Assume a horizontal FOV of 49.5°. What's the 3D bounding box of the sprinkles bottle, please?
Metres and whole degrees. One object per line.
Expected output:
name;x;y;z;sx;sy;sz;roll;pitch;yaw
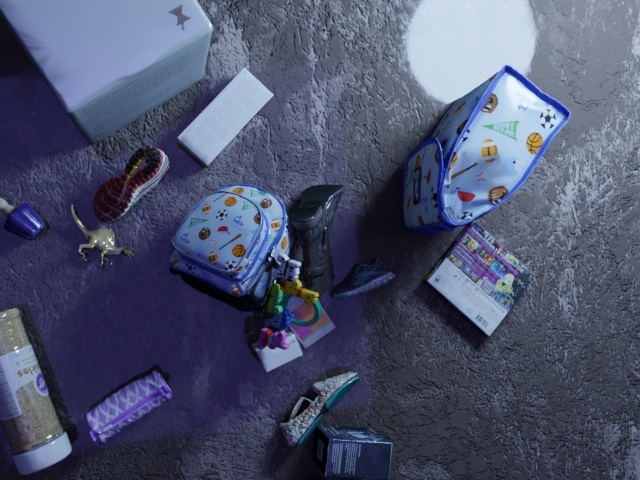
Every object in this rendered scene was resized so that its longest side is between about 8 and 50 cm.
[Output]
sprinkles bottle;-0.674;0.333;1.547;0.121;0.121;0.356;-20;93;-12

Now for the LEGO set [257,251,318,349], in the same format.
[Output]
LEGO set;-0.063;0.144;1.577;0.093;0.087;0.227;17;102;17

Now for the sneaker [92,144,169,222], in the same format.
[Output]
sneaker;-0.437;-0.122;1.626;0.225;0.092;0.088;-41;79;7

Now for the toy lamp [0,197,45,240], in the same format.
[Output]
toy lamp;-0.746;-0.102;1.561;0.274;0.080;0.080;38;82;-10

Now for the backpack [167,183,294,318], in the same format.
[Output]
backpack;-0.196;-0.002;1.599;0.276;0.213;0.263;24;65;17

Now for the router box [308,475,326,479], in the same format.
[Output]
router box;0.000;0.636;1.688;0.038;0.122;0.092;4;89;-16

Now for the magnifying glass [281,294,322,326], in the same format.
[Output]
magnifying glass;-0.106;0.155;1.660;0.230;0.026;0.092;7;115;23

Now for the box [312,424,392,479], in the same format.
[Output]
box;0.074;0.513;1.690;0.158;0.156;0.093;8;86;-12

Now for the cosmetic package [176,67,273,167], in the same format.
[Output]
cosmetic package;-0.232;-0.297;1.685;0.099;0.060;0.239;44;81;-10

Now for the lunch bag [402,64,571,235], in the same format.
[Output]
lunch bag;0.352;-0.187;1.675;0.239;0.328;0.386;34;84;-5

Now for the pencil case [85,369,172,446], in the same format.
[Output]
pencil case;-0.446;0.385;1.613;0.206;0.088;0.086;-34;98;-12

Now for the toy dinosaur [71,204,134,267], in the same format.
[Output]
toy dinosaur;-0.531;0.005;1.629;0.183;0.053;0.093;38;66;-17

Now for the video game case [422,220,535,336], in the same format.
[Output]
video game case;0.418;0.100;1.829;0.232;0.042;0.210;40;81;-9

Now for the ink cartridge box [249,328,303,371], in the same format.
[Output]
ink cartridge box;-0.107;0.260;1.664;0.099;0.135;0.056;-24;96;-11

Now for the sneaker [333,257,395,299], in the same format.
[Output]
sneaker;0.102;0.097;1.760;0.166;0.065;0.076;-21;77;-15

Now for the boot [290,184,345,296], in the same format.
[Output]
boot;0.000;0.000;1.702;0.091;0.263;0.229;4;120;24

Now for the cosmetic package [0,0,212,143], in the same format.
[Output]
cosmetic package;-0.458;-0.447;1.469;0.329;0.393;0.327;-34;96;-12

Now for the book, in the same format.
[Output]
book;-0.043;0.184;1.734;0.096;0.035;0.144;-35;96;-8

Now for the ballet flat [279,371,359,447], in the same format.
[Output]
ballet flat;-0.009;0.401;1.716;0.077;0.091;0.241;39;75;21
